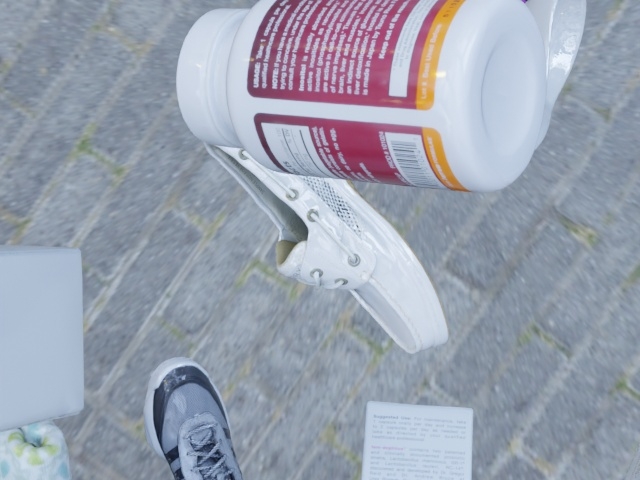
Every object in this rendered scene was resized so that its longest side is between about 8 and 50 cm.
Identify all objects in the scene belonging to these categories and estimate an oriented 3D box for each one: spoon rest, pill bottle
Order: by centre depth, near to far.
[{"bbox_3d":[0.015,-0.069,0.660,0.152,0.086,0.086,8,98,32],"label":"pill bottle"},{"bbox_3d":[0.220,-0.167,1.564,0.084,0.137,0.276,22,60,26],"label":"spoon rest"}]

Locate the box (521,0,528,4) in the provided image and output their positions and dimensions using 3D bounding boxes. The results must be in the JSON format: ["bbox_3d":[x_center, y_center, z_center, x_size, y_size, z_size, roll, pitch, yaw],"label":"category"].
[{"bbox_3d":[0.234,-0.238,1.799,0.029,0.116,0.162,-17,141,-24],"label":"box"}]

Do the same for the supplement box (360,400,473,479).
[{"bbox_3d":[0.091,0.283,1.488,0.114,0.111,0.220,2,63,2],"label":"supplement box"}]

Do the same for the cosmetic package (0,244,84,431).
[{"bbox_3d":[-0.323,0.071,1.097,0.224,0.225,0.138,0,90,18],"label":"cosmetic package"}]

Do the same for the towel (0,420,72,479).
[{"bbox_3d":[-0.392,0.265,1.748,0.090,0.374,0.320,-26,132,-28],"label":"towel"}]

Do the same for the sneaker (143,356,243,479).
[{"bbox_3d":[-0.120,0.270,1.719,0.101,0.153,0.268,-17,107,-24],"label":"sneaker"}]

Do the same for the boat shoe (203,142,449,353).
[{"bbox_3d":[0.000,0.000,1.281,0.096,0.098,0.277,-41,98,-21],"label":"boat shoe"}]

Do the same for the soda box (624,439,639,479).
[{"bbox_3d":[0.419,0.311,1.853,0.069,0.074,0.216,36,53,-5],"label":"soda box"}]
